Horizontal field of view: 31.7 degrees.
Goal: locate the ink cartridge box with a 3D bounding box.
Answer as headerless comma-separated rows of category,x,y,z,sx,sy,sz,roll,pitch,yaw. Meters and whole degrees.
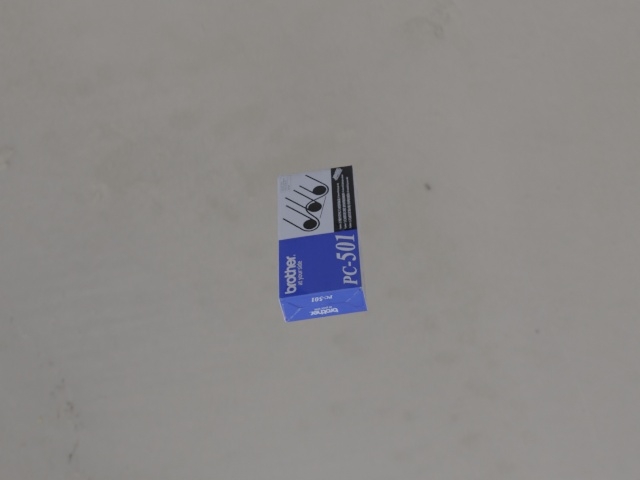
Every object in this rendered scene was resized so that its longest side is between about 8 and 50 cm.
ink cartridge box,0.000,0.000,1.342,0.097,0.207,0.046,-8,136,6
